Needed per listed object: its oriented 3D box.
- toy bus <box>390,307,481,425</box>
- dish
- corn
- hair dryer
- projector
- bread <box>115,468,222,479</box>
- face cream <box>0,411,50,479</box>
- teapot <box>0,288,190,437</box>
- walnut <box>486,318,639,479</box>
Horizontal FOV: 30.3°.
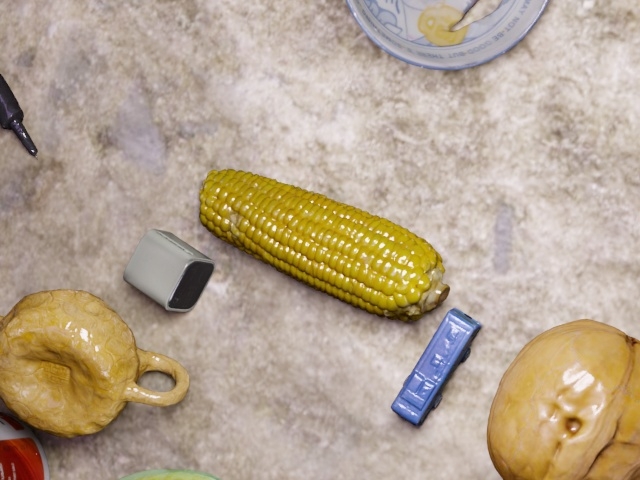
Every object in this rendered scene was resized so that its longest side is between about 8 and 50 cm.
[{"bbox_3d":[0.141,0.157,1.459,0.051,0.061,0.153,33,96,17],"label":"toy bus"},{"bbox_3d":[0.148,-0.355,1.473,0.273,0.134,0.273,-1,103,-5],"label":"dish"},{"bbox_3d":[0.000,0.000,1.503,0.363,0.120,0.120,25,95,23],"label":"corn"},{"bbox_3d":[-0.521,-0.211,1.767,0.235,0.091,0.272,-47,74,22],"label":"hair dryer"},{"bbox_3d":[-0.205,0.041,1.601,0.082,0.083,0.083,32,98,22],"label":"projector"},{"bbox_3d":[-0.218,0.405,1.495,0.301,0.301,0.045,3,127,23],"label":"bread"},{"bbox_3d":[-0.507,0.340,1.642,0.201,0.187,0.201,-2,84,23],"label":"face cream"},{"bbox_3d":[-0.325,0.154,1.612,0.311,0.167,0.203,13,118,6],"label":"teapot"},{"bbox_3d":[0.291,0.201,1.323,0.195,0.195,0.222,34,95,22],"label":"walnut"}]
